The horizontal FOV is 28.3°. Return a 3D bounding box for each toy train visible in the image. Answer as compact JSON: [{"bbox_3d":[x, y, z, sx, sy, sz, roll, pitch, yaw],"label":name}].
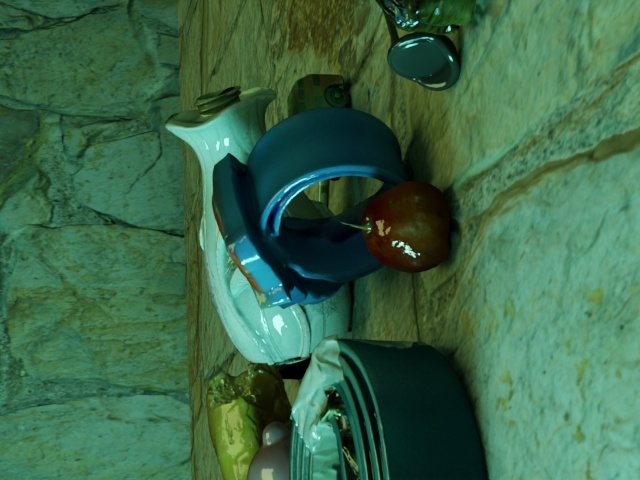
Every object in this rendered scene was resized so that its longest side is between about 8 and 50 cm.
[{"bbox_3d":[0.001,-0.193,2.152,0.072,0.099,0.188,127,141,-63],"label":"toy train"}]

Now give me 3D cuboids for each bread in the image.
[{"bbox_3d":[-0.116,0.398,2.325,0.195,0.149,0.344,126,129,-62],"label":"bread"}]

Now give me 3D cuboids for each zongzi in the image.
[{"bbox_3d":[0.099,-0.404,1.665,0.300,0.138,0.286,-174,84,-65],"label":"zongzi"}]

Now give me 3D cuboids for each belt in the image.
[{"bbox_3d":[0.077,0.336,1.626,0.300,0.173,0.436,136,136,-55],"label":"belt"},{"bbox_3d":[-0.061,0.179,2.409,0.151,0.078,0.198,-102,21,-47],"label":"belt"}]

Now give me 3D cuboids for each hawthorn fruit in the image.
[{"bbox_3d":[0.111,-0.011,1.681,0.125,0.140,0.125,50,163,22],"label":"hawthorn fruit"}]

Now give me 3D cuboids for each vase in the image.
[{"bbox_3d":[-0.101,-0.029,2.075,0.250,0.250,0.445,-147,38,-73],"label":"vase"}]

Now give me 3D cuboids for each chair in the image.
[{"bbox_3d":[0.123,-0.303,1.696,0.104,0.095,0.221,104,161,-58],"label":"chair"}]

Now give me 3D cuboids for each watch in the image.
[{"bbox_3d":[0.017,-0.030,1.842,0.305,0.274,0.241,45,-159,-45],"label":"watch"}]

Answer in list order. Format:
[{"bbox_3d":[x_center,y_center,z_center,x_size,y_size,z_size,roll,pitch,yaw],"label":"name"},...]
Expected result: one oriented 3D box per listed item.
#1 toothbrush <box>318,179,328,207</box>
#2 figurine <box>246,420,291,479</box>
[{"bbox_3d":[0.000,0.000,2.301,0.024,0.018,0.257,-158,70,-72],"label":"toothbrush"},{"bbox_3d":[-0.042,0.400,2.136,0.173,0.173,0.173,-179,90,-76],"label":"figurine"}]
